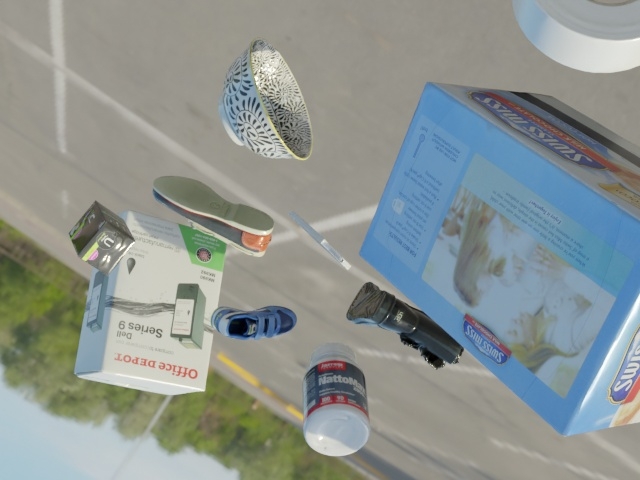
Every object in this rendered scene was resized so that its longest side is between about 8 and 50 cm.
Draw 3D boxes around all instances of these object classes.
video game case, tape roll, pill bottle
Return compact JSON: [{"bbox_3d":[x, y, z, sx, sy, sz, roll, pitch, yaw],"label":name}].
[{"bbox_3d":[0.000,0.000,1.811,0.087,0.011,0.122,42,178,33],"label":"video game case"},{"bbox_3d":[0.461,-0.422,1.773,0.286,0.286,0.100,30,162,12],"label":"tape roll"},{"bbox_3d":[0.024,0.255,1.776,0.108,0.108,0.180,37,-154,-24],"label":"pill bottle"}]

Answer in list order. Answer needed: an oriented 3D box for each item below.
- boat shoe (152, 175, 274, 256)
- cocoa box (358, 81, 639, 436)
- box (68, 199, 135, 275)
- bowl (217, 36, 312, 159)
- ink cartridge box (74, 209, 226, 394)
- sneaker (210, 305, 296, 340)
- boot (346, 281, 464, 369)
[{"bbox_3d":[-0.115,-0.025,1.125,0.137,0.049,0.043,23,132,3],"label":"boat shoe"},{"bbox_3d":[0.253,0.007,1.152,0.228,0.231,0.347,0,-149,-41],"label":"cocoa box"},{"bbox_3d":[-0.290,-0.004,1.425,0.052,0.062,0.083,37,-174,-31],"label":"box"},{"bbox_3d":[-0.083,-0.173,1.416,0.080,0.170,0.170,-19,147,19],"label":"bowl"},{"bbox_3d":[-0.297,0.116,1.915,0.211,0.289,0.121,16,163,-33],"label":"ink cartridge box"},{"bbox_3d":[-0.104,0.138,1.757,0.144,0.053,0.059,-1,-168,-21],"label":"sneaker"},{"bbox_3d":[0.174,0.178,2.207,0.207,0.094,0.246,33,173,-12],"label":"boot"}]
